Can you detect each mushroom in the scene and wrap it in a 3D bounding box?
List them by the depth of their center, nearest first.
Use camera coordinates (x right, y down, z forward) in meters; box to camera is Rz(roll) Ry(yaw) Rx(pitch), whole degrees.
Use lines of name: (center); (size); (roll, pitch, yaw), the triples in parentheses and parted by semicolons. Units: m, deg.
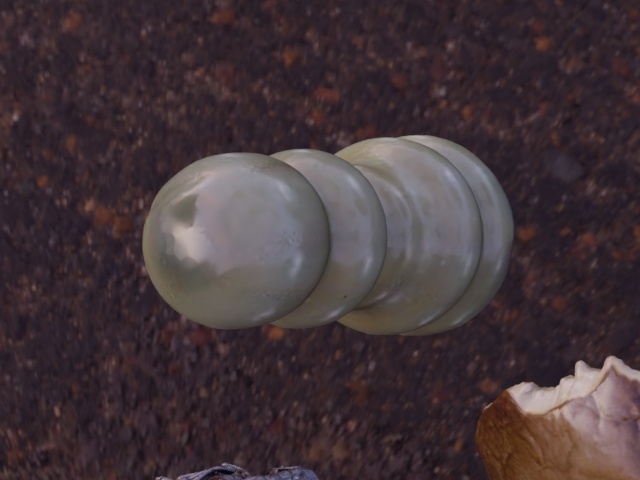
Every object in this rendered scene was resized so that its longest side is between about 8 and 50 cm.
mushroom: (0.268, 0.150, 1.040); (0.233, 0.208, 0.302); (8, 17, 36)

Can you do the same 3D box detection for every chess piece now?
chess piece: (0.000, 0.000, 1.053); (0.330, 0.182, 0.182); (-3, 57, -57)

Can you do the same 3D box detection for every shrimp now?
shrimp: (-0.075, 0.176, 0.891); (0.065, 0.165, 0.056); (-16, 93, -54)
